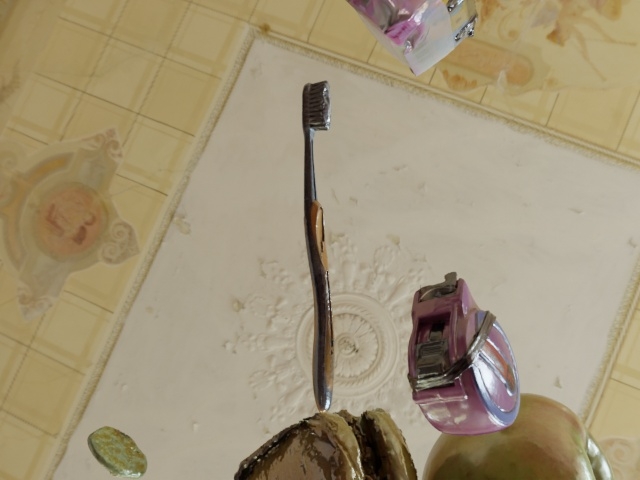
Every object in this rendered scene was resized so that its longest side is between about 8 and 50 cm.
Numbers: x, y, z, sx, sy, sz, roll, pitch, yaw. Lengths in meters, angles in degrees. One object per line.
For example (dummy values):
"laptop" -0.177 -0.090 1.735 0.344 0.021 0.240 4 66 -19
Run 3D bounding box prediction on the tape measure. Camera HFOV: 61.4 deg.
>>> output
"tape measure" 0.129 0.110 0.489 0.074 0.125 0.118 -20 -57 37

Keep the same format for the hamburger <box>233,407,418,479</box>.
"hamburger" 0.001 0.427 0.833 0.318 0.195 0.276 -41 -132 30

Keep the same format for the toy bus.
"toy bus" 0.168 -0.416 0.971 0.171 0.386 0.162 44 -73 7

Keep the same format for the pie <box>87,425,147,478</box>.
"pie" -0.254 0.268 0.679 0.085 0.085 0.017 41 -87 10

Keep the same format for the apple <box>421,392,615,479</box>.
"apple" 0.320 0.415 0.877 0.277 0.319 0.319 -30 -100 26

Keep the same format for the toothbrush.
"toothbrush" -0.002 0.000 0.517 0.031 0.023 0.320 -5 -98 34
